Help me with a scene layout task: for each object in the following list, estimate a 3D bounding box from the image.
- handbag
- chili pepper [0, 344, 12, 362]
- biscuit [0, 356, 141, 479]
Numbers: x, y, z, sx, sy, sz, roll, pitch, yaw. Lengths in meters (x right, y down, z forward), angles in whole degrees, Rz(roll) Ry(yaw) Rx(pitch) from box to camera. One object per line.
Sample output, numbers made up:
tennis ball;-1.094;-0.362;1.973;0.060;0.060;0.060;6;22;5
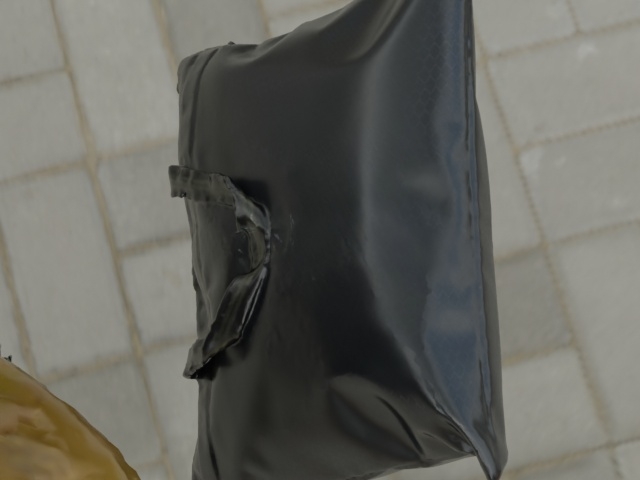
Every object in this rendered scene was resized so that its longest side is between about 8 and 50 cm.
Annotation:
handbag;0.000;0.000;0.856;0.088;0.211;0.254;11;71;-42
chili pepper;-0.257;0.081;0.707;0.256;0.233;0.249;-3;107;0
biscuit;-0.120;0.139;0.438;0.213;0.091;0.274;-7;66;-2
